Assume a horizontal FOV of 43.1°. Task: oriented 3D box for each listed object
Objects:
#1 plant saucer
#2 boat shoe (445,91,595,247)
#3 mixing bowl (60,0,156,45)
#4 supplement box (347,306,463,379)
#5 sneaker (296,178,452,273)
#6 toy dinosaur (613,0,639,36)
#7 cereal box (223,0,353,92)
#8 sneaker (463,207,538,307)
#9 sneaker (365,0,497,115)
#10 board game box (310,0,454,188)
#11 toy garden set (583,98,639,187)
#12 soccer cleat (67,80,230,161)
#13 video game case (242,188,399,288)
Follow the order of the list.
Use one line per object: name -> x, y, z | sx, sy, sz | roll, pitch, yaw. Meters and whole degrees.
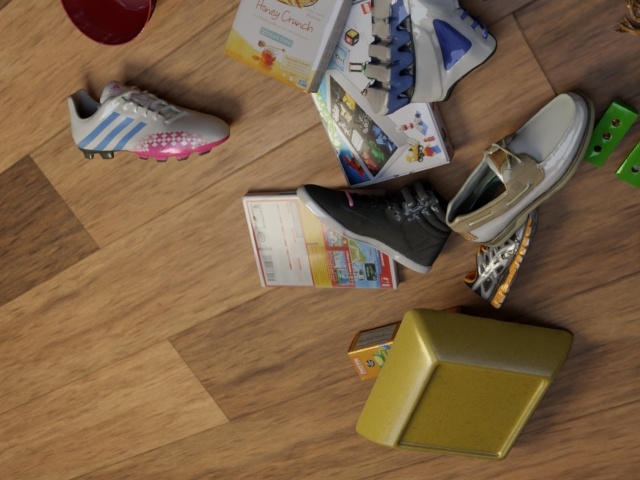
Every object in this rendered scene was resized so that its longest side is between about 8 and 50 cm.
plant saucer -> 0.271, 0.295, 1.511 | 0.333, 0.081, 0.332 | 10, 124, -14
boat shoe -> 0.317, -0.114, 1.305 | 0.103, 0.113, 0.302 | 14, 123, -29
mixing bowl -> -0.352, -0.440, 1.409 | 0.182, 0.098, 0.181 | 10, 120, 17
supplement box -> 0.173, 0.203, 1.576 | 0.234, 0.080, 0.078 | -18, 110, 29
sneaker -> 0.110, -0.064, 1.410 | 0.296, 0.104, 0.147 | 26, 115, -21
toy dinosaur -> 0.492, -0.305, 1.177 | 0.212, 0.112, 0.064 | 24, 107, -42
cereal box -> -0.041, -0.380, 1.305 | 0.173, 0.047, 0.240 | 28, 109, 18
sneaker -> 0.317, 0.021, 1.423 | 0.083, 0.084, 0.214 | 28, 123, 16
sneaker -> 0.175, -0.349, 1.239 | 0.182, 0.127, 0.315 | -3, 111, -18
board game box -> 0.085, -0.251, 1.374 | 0.193, 0.053, 0.305 | -13, 112, 26
toy garden set -> 0.560, -0.160, 1.246 | 0.244, 0.049, 0.203 | 29, 130, 5
soccer cleat -> -0.331, -0.227, 1.507 | 0.331, 0.116, 0.143 | 1, 118, 21
video game case -> 0.000, 0.000, 1.562 | 0.285, 0.025, 0.204 | 0, 117, 21
